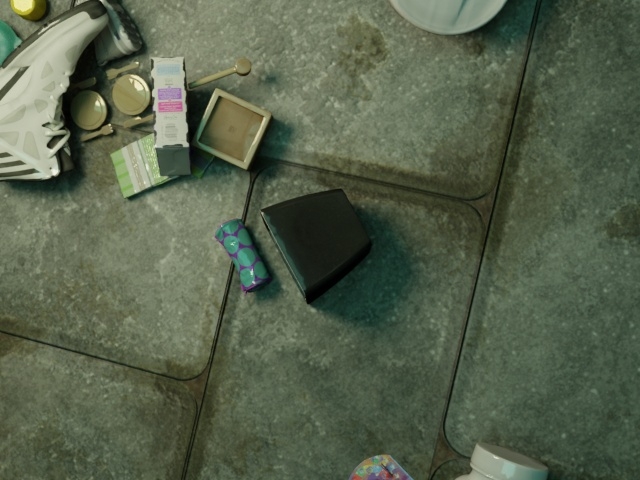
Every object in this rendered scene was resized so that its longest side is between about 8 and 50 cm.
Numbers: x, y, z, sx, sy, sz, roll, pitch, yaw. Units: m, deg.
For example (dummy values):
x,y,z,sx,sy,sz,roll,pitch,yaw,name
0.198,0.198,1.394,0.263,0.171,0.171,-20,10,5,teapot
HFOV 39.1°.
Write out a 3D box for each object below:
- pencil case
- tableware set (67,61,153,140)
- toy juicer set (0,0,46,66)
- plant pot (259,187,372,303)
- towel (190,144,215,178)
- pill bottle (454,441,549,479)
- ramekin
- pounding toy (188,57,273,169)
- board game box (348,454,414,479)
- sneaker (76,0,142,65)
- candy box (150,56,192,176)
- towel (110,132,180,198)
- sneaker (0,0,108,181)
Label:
x,y,z,sx,sy,sz,roll,pitch,yaw,name
-0.162,0.033,1.868,0.070,0.064,0.152,-28,81,-8,pencil case
-0.452,-0.301,1.960,0.194,0.039,0.128,-15,95,16,tableware set
-0.719,-0.395,2.002,0.329,0.089,0.209,-30,99,4,toy juicer set
0.000,0.000,1.789,0.166,0.188,0.188,-27,81,-5,plant pot
-0.257,-0.181,1.928,0.060,0.009,0.083,33,94,10,towel
0.308,0.560,1.681,0.187,0.188,0.334,18,90,12,pill bottle
0.236,-0.535,1.757,0.272,0.127,0.273,-2,100,-9,ramekin
-0.189,-0.274,1.867,0.181,0.094,0.206,24,91,-1,pounding toy
0.129,0.517,1.797,0.133,0.033,0.169,-45,79,5,board game box
-0.500,-0.511,1.948,0.115,0.105,0.281,-30,79,14,sneaker
-0.304,-0.252,1.842,0.070,0.165,0.196,-4,75,-7,candy box
-0.371,-0.166,1.940,0.152,0.023,0.113,-22,77,14,towel
-0.565,-0.293,1.914,0.447,0.169,0.257,-37,107,14,sneaker
